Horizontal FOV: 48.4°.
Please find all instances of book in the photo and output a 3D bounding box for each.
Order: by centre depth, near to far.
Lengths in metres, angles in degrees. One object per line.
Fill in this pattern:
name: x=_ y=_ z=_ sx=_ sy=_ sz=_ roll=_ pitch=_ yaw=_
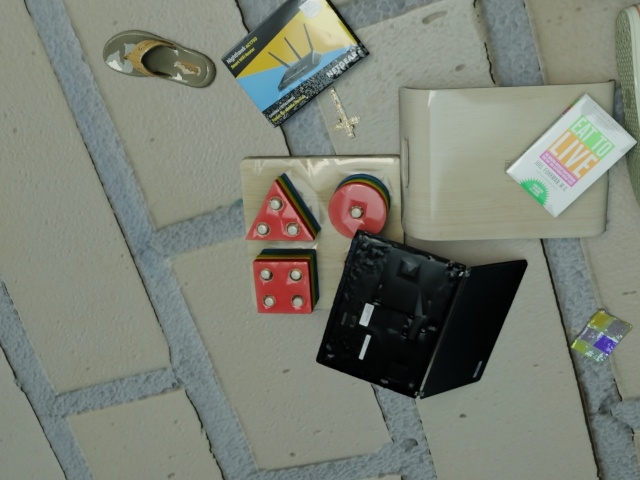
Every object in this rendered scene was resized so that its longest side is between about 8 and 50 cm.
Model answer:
book: x=0.338 y=-0.116 z=0.970 sx=0.096 sy=0.035 sz=0.144 roll=41 pitch=107 yaw=-7

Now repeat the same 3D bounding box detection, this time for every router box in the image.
router box: x=-0.038 y=-0.273 z=1.056 sx=0.179 sy=0.046 sz=0.133 roll=-36 pitch=99 yaw=20

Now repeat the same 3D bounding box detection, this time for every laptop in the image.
laptop: x=0.158 y=0.110 z=1.107 sx=0.264 sy=0.136 sz=0.234 roll=19 pitch=111 yaw=7

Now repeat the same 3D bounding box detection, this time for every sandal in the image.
sandal: x=-0.253 y=-0.277 z=1.096 sx=0.180 sy=0.049 sz=0.072 roll=16 pitch=111 yaw=5

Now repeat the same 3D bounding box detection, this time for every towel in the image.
towel: x=0.444 y=0.152 z=1.126 sx=0.060 sy=0.009 sz=0.083 roll=32 pitch=112 yaw=-2

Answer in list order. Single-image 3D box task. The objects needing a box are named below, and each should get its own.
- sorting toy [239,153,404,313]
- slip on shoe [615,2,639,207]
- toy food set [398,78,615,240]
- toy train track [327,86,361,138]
sorting toy: x=0.000 y=0.000 z=1.120 sx=0.257 sy=0.089 sz=0.255 roll=0 pitch=109 yaw=12
slip on shoe: x=0.471 y=-0.155 z=0.961 sx=0.101 sy=0.123 sz=0.331 roll=-8 pitch=102 yaw=10
toy food set: x=0.270 y=-0.119 z=1.036 sx=0.306 sy=0.092 sz=0.219 roll=-2 pitch=108 yaw=3
toy train track: x=0.032 y=-0.194 z=1.086 sx=0.048 sy=0.014 sz=0.083 roll=-21 pitch=103 yaw=17
